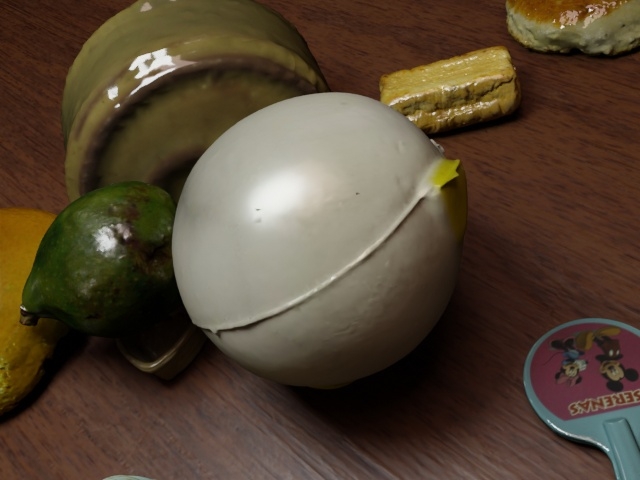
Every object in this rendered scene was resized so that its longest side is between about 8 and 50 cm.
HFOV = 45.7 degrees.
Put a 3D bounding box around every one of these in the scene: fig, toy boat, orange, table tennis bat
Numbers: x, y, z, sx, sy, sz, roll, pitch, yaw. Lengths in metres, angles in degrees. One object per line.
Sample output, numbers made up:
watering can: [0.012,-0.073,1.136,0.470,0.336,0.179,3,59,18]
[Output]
fig: [-0.274,0.035,0.929,0.245,0.195,0.195,-18,47,5]
toy boat: [-0.208,0.105,1.014,0.116,0.061,0.188,-11,48,9]
orange: [-0.461,0.083,1.067,0.263,0.196,0.334,23,54,19]
table tennis bat: [0.299,0.179,0.785,0.153,0.040,0.244,-13,43,9]

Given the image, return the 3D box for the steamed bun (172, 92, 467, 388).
steamed bun: [-0.003,-0.005,0.848,0.334,0.333,0.374,-26,21,-2]

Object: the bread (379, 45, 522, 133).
bread: [0.189,-0.217,1.127,0.211,0.083,0.113,-9,43,13]

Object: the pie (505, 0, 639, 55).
pie: [0.440,-0.410,1.197,0.315,0.092,0.315,-12,48,13]

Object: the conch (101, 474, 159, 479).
conch: [-0.190,0.309,0.804,0.135,0.102,0.153,-14,23,-24]

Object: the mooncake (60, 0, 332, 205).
mooncake: [-0.171,-0.144,1.104,0.394,0.393,0.246,-55,41,26]
